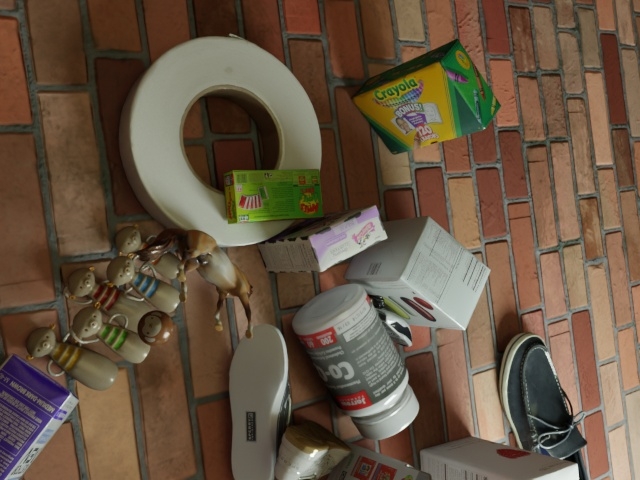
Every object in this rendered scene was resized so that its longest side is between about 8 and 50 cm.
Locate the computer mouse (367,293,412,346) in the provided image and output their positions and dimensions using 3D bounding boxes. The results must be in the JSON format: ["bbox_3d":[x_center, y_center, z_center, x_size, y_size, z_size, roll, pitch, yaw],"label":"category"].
[{"bbox_3d":[0.136,0.160,1.380,0.193,0.106,0.042,45,67,-32],"label":"computer mouse"}]

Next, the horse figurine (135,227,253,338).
[{"bbox_3d":[-0.190,0.057,1.106,0.263,0.066,0.174,45,24,-33],"label":"horse figurine"}]

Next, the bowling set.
[{"bbox_3d":[-0.316,0.095,1.029,0.154,0.200,0.287,37,64,-24],"label":"bowling set"}]

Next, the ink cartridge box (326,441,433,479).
[{"bbox_3d":[0.095,0.570,1.211,0.130,0.271,0.310,39,68,-25],"label":"ink cartridge box"}]

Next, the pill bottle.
[{"bbox_3d":[0.075,0.242,1.286,0.161,0.161,0.283,-36,105,-29],"label":"pill bottle"}]

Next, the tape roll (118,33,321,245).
[{"bbox_3d":[-0.175,-0.182,1.208,0.391,0.072,0.392,3,84,-32],"label":"tape roll"}]

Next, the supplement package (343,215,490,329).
[{"bbox_3d":[0.201,0.071,1.360,0.203,0.194,0.149,37,69,-25],"label":"supplement package"}]

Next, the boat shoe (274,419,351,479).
[{"bbox_3d":[-0.022,0.400,1.203,0.096,0.098,0.277,-59,155,-4],"label":"boat shoe"}]

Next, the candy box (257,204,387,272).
[{"bbox_3d":[0.000,0.000,1.234,0.164,0.196,0.070,-25,100,-32],"label":"candy box"}]

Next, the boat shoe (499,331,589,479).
[{"bbox_3d":[0.566,0.472,1.595,0.186,0.156,0.501,-9,90,-31],"label":"boat shoe"}]

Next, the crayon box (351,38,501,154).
[{"bbox_3d":[0.212,-0.287,1.342,0.165,0.278,0.081,50,62,-20],"label":"crayon box"}]

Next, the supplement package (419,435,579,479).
[{"bbox_3d":[0.377,0.545,1.382,0.177,0.293,0.175,-1,88,-34],"label":"supplement package"}]

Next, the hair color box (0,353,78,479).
[{"bbox_3d":[-0.485,0.332,0.891,0.110,0.185,0.339,37,67,-4],"label":"hair color box"}]

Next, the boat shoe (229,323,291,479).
[{"bbox_3d":[-0.102,0.304,1.206,0.102,0.108,0.301,8,82,-73],"label":"boat shoe"}]

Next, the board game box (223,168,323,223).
[{"bbox_3d":[-0.084,-0.082,1.192,0.181,0.043,0.092,-5,90,-33],"label":"board game box"}]
